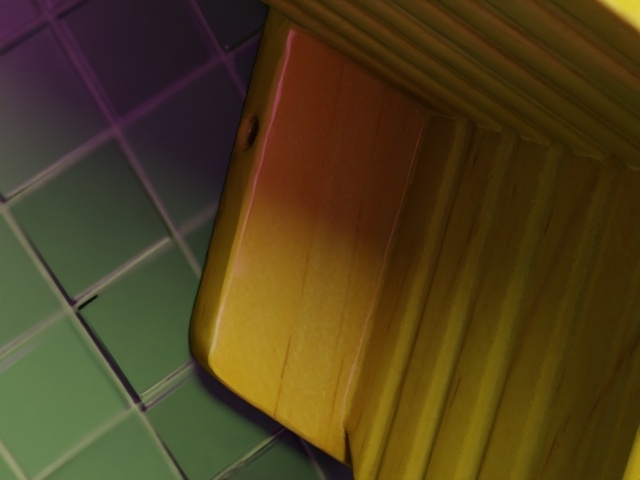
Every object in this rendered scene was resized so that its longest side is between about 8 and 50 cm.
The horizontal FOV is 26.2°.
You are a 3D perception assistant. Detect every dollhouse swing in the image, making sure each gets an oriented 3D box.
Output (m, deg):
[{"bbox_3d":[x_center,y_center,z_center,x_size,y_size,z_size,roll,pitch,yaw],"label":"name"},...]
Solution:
[{"bbox_3d":[0.000,0.000,0.502,0.305,0.347,0.315,11,98,-30],"label":"dollhouse swing"}]
